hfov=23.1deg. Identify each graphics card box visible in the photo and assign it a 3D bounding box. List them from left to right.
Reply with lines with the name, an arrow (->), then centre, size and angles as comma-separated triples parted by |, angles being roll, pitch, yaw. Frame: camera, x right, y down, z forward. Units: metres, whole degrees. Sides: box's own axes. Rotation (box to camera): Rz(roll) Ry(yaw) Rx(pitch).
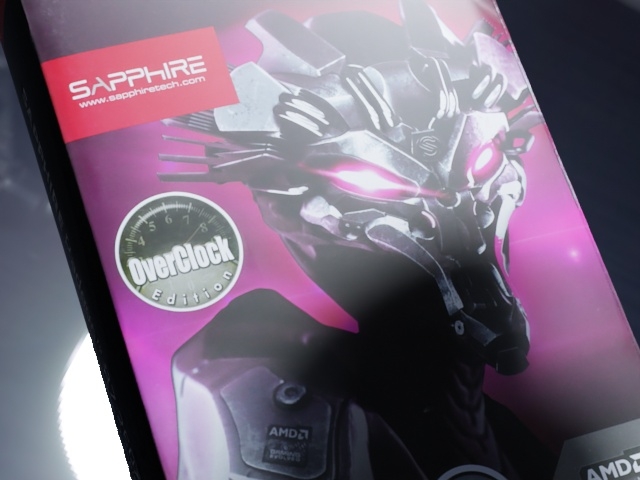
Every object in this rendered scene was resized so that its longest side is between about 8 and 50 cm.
graphics card box -> 0.000, 0.000, 0.737 | 0.094, 0.232, 0.371 | 121, 133, -65
